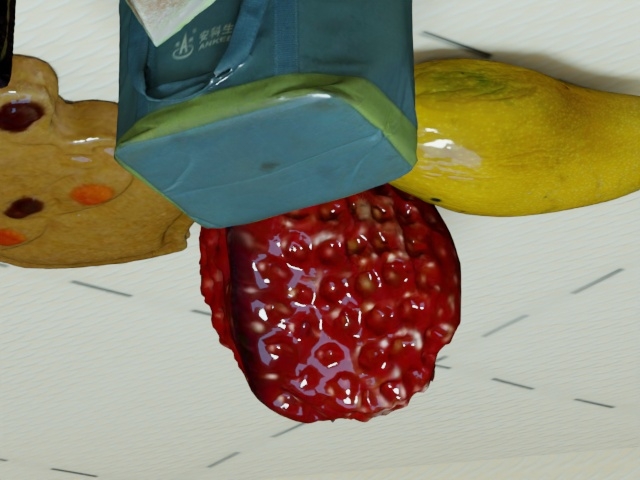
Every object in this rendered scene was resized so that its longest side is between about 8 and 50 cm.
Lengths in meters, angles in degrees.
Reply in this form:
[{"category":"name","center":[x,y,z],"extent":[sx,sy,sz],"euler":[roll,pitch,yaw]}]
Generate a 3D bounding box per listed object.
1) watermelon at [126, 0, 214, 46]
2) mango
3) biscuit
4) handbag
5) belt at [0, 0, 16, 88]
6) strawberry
[{"category":"watermelon","center":[-0.156,-0.303,1.241],"extent":[0.224,0.305,0.180],"euler":[-43,167,33]},{"category":"mango","center":[0.195,-0.100,1.812],"extent":[0.359,0.144,0.187],"euler":[6,157,-25]},{"category":"biscuit","center":[-0.320,-0.064,1.940],"extent":[0.350,0.078,0.455],"euler":[-17,152,37]},{"category":"handbag","center":[-0.048,-0.165,1.531],"extent":[0.263,0.241,0.222],"euler":[-18,151,26]},{"category":"belt","center":[-0.331,-0.238,1.420],"extent":[0.164,0.184,0.289],"euler":[4,150,-2]},{"category":"strawberry","center":[0.000,0.000,1.871],"extent":[0.295,0.317,0.345],"euler":[4,138,19]}]
